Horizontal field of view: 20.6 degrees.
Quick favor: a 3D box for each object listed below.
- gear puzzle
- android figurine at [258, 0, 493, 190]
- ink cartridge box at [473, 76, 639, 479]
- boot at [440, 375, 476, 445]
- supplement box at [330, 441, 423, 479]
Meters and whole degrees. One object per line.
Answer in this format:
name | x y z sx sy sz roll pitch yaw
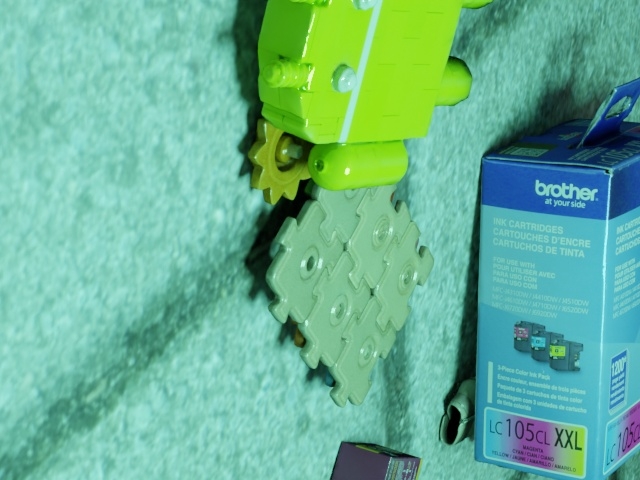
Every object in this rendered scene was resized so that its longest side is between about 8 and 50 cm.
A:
gear puzzle | 0.000 0.000 1.441 0.175 0.044 0.339 -61 149 -20
android figurine | 0.044 -0.158 1.322 0.273 0.056 0.248 -6 116 -57
ink cartridge box | 0.282 0.025 1.856 0.270 0.151 0.395 -23 116 -58
boot | 0.159 0.195 1.879 0.087 0.042 0.118 -35 135 -43
supplement box | 0.054 0.217 1.657 0.083 0.055 0.043 17 89 -65
